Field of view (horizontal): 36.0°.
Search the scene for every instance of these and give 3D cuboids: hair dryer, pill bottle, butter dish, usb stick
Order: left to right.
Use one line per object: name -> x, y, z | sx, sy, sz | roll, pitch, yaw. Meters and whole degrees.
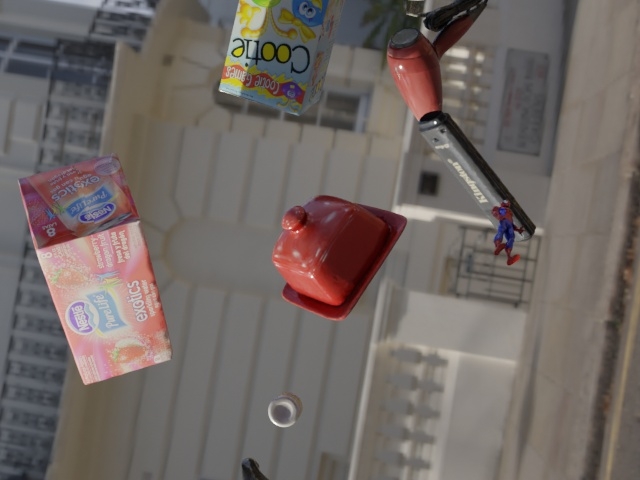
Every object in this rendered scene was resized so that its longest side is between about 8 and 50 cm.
pill bottle -> -0.048, 0.234, 1.374 | 0.083, 0.043, 0.043 | 58, -139, -85
butter dish -> 0.000, 0.000, 1.236 | 0.160, 0.118, 0.160 | -56, 31, -11
hair dryer -> 0.205, -0.324, 1.647 | 0.080, 0.224, 0.293 | 31, 115, 46
usb stick -> 0.263, -0.103, 1.647 | 0.045, 0.278, 0.077 | -47, 21, -17

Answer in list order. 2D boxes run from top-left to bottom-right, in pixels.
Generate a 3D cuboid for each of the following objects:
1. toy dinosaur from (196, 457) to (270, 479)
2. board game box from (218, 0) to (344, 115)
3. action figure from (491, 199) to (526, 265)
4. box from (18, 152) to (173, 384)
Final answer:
toy dinosaur -> -0.089, 0.334, 1.141 | 0.313, 0.160, 0.120 | 19, -103, -79
board game box -> -0.049, -0.362, 1.582 | 0.144, 0.142, 0.275 | -54, -19, -67
action figure -> 0.229, -0.016, 1.214 | 0.030, 0.038, 0.115 | -49, 17, 30
box -> -0.313, 0.047, 1.404 | 0.299, 0.142, 0.154 | 87, 161, -47
